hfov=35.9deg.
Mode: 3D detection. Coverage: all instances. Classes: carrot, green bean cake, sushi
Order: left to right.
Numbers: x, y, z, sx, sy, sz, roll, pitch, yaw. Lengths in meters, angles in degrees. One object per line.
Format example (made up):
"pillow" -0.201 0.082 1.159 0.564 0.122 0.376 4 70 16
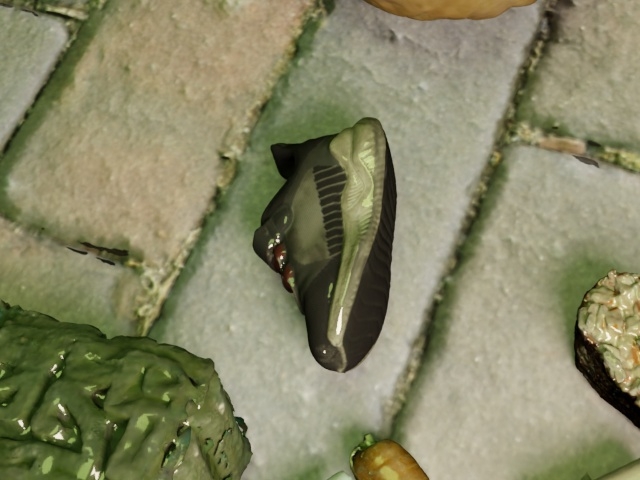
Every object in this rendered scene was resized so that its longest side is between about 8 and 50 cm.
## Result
"green bean cake" -0.201 0.176 0.694 0.254 0.132 0.241 14 58 19
"carrot" 0.104 0.239 0.687 0.049 0.049 0.254 -35 67 -11
"sushi" 0.252 0.093 0.725 0.090 0.078 0.150 -36 64 -12

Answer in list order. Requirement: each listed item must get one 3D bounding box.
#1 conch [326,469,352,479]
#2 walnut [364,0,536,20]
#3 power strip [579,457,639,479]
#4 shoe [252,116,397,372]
"conch" -0.033 0.239 0.691 0.065 0.088 0.180 40 57 -6
"walnut" 0.113 -0.355 0.874 0.332 0.333 0.333 -3 61 6
"power strip" 0.235 0.266 0.639 0.105 0.070 0.257 -23 60 -6
"shoe" 0.000 0.000 0.806 0.112 0.099 0.228 1 58 16
